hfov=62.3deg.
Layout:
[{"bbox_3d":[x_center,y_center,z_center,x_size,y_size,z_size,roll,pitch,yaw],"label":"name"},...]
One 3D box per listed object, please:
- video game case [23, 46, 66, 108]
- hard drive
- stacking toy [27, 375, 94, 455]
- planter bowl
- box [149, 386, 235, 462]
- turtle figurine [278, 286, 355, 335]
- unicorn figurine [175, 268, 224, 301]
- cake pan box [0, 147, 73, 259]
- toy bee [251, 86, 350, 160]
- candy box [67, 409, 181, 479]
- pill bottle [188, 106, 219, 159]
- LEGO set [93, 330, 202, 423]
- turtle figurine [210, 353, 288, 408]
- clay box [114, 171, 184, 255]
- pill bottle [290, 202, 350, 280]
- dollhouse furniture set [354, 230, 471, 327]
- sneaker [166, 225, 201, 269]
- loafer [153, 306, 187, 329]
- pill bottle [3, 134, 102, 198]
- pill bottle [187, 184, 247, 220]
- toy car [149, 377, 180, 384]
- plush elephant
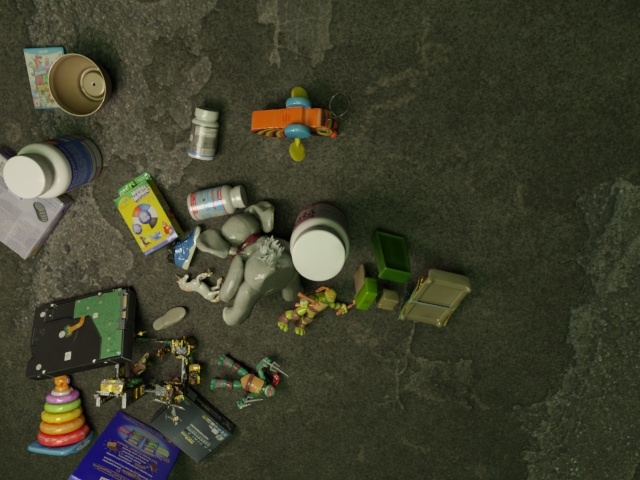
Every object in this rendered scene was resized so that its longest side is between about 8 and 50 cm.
[{"bbox_3d":[-0.779,-0.466,1.522,0.119,0.015,0.166,0,108,6],"label":"video game case"},{"bbox_3d":[-0.750,0.293,1.669,0.338,0.064,0.237,-15,61,10],"label":"hard drive"},{"bbox_3d":[-0.883,0.563,1.814,0.165,0.175,0.302,2,94,11],"label":"stacking toy"},{"bbox_3d":[-0.649,-0.432,1.470,0.162,0.109,0.162,2,107,5],"label":"planter bowl"},{"bbox_3d":[-0.438,0.632,1.820,0.183,0.059,0.232,-42,100,18],"label":"box"},{"bbox_3d":[-0.029,0.197,1.588,0.217,0.269,0.087,-39,60,28],"label":"turtle figurine"},{"bbox_3d":[-0.370,0.138,1.652,0.111,0.060,0.162,-41,99,16],"label":"unicorn figurine"},{"bbox_3d":[-0.939,-0.113,1.627,0.267,0.070,0.246,39,105,-7],"label":"cake pan box"},{"bbox_3d":[-0.031,-0.307,1.435,0.298,0.162,0.195,23,94,30],"label":"toy bee"},{"bbox_3d":[-0.642,0.754,1.745,0.268,0.317,0.122,31,108,-4],"label":"candy box"},{"bbox_3d":[-0.328,-0.303,1.495,0.078,0.078,0.137,13,108,2],"label":"pill bottle"},{"bbox_3d":[-0.555,0.411,1.661,0.331,0.192,0.255,11,92,6],"label":"LEGO set"},{"bbox_3d":[-0.226,0.457,1.703,0.234,0.175,0.118,15,152,13],"label":"turtle figurine"},{"bbox_3d":[-0.520,-0.081,1.585,0.127,0.053,0.222,-30,92,13],"label":"clay box"},{"bbox_3d":[0.000,0.000,1.446,0.160,0.283,0.161,0,106,1],"label":"pill bottle"},{"bbox_3d":[0.269,0.121,1.579,0.301,0.151,0.198,13,131,-17],"label":"dollhouse furniture set"},{"bbox_3d":[-0.422,0.012,1.617,0.084,0.058,0.152,22,116,-10],"label":"sneaker"},{"bbox_3d":[-0.483,0.253,1.718,0.125,0.039,0.045,-28,70,11],"label":"loafer"},{"bbox_3d":[-0.739,-0.203,1.468,0.152,0.272,0.152,2,108,5],"label":"pill bottle"},{"bbox_3d":[-0.299,-0.114,1.549,0.160,0.087,0.087,-12,106,9],"label":"pill bottle"},{"bbox_3d":[-0.525,0.480,1.784,0.122,0.060,0.041,6,77,-3],"label":"toy car"},{"bbox_3d":[-0.203,0.038,1.520,0.271,0.255,0.330,-24,148,-26],"label":"plush elephant"}]
